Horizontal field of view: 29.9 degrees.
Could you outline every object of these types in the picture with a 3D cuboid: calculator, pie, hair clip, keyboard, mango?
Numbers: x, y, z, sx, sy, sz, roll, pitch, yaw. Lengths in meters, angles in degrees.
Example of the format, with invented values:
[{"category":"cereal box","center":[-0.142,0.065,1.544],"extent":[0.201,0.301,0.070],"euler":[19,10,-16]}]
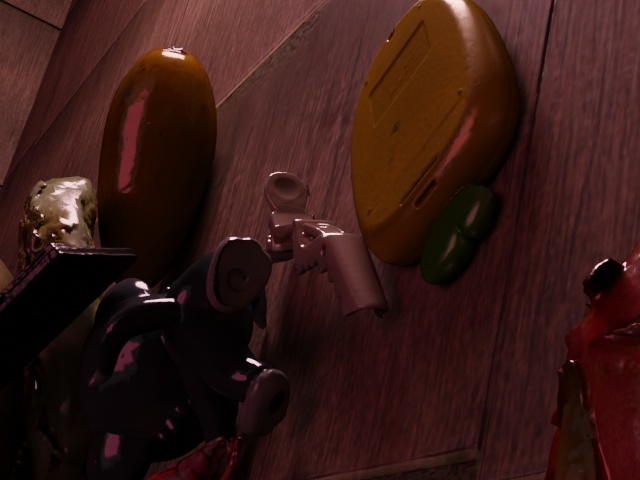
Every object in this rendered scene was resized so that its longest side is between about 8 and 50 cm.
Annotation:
[{"category":"calculator","center":[0.065,-0.068,0.742],"extent":[0.146,0.032,0.235],"euler":[-54,25,30]},{"category":"pie","center":[-0.229,0.091,1.102],"extent":[0.371,0.078,0.296],"euler":[-128,36,-71]},{"category":"hair clip","center":[0.000,0.000,0.805],"extent":[0.226,0.034,0.072],"euler":[-153,66,-70]},{"category":"keyboard","center":[-0.267,0.103,0.913],"extent":[0.309,0.101,0.018],"euler":[-41,69,21]},{"category":"mango","center":[-0.167,-0.070,1.208],"extent":[0.138,0.113,0.253],"euler":[157,123,-71]}]

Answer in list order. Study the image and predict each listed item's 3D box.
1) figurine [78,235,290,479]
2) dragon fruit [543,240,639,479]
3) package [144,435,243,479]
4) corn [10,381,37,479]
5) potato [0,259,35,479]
[{"category":"figurine","center":[-0.099,0.094,0.834],"extent":[0.265,0.140,0.193],"euler":[111,156,-68]},{"category":"dragon fruit","center":[0.125,0.083,0.317],"extent":[0.150,0.133,0.208],"euler":[88,-177,-77]},{"category":"package","center":[-0.135,0.266,0.750],"extent":[0.288,0.108,0.223],"euler":[-35,42,40]},{"category":"corn","center":[-0.338,0.287,1.247],"extent":[0.101,0.101,0.292],"euler":[-7,63,67]},{"category":"potato","center":[-0.383,0.127,1.142],"extent":[0.243,0.221,0.326],"euler":[100,171,-58]}]
